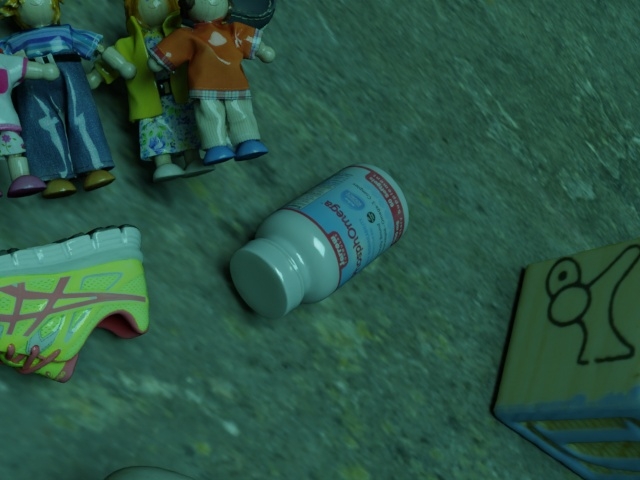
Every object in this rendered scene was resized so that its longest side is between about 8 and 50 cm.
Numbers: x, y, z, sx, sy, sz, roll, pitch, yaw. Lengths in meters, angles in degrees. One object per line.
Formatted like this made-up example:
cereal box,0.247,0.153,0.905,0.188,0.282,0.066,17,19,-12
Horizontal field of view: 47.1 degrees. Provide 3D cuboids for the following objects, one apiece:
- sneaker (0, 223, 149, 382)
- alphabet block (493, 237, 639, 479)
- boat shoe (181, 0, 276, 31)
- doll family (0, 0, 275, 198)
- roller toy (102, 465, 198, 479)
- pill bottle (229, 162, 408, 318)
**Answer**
sneaker,-0.197,0.054,0.480,0.208,0.081,0.094,-18,90,-40
alphabet block,0.333,0.136,0.799,0.193,0.192,0.197,38,58,-26
boat shoe,-0.137,-0.253,0.618,0.254,0.079,0.095,24,63,-30
doll family,-0.170,-0.121,0.552,0.263,0.118,0.163,-12,90,-21
roller toy,-0.079,0.237,0.444,0.209,0.191,0.146,47,53,-17
pill bottle,0.000,0.000,0.644,0.160,0.087,0.087,-36,100,-39
